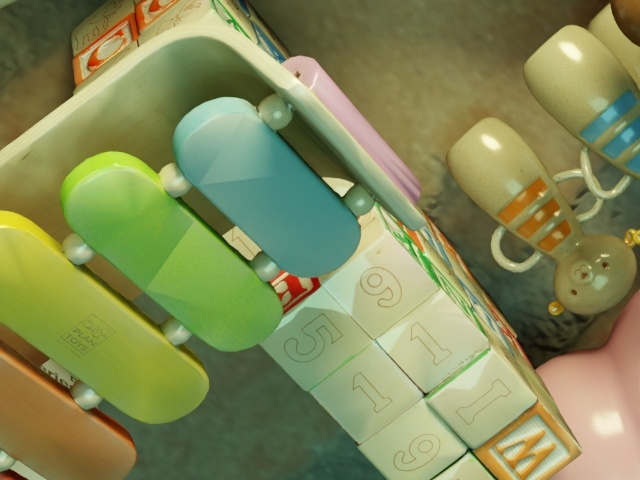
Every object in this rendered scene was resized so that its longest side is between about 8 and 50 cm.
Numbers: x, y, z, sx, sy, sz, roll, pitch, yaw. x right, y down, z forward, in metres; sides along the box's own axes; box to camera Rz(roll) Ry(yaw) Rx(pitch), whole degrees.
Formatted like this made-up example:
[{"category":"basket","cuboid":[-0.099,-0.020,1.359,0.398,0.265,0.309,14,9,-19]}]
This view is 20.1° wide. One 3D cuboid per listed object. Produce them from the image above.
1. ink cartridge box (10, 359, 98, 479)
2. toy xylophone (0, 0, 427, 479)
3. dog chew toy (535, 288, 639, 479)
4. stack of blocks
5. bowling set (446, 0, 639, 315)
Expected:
[{"category":"ink cartridge box","cuboid":[-0.286,0.150,0.985,0.211,0.121,0.289,36,104,-24]},{"category":"toy xylophone","cuboid":[-0.130,0.014,0.773,0.323,0.081,0.236,-41,135,15]},{"category":"dog chew toy","cuboid":[0.254,0.087,1.021,0.332,0.206,0.206,-22,117,10]},{"category":"stack of blocks","cuboid":[0.000,0.000,0.939,0.087,0.171,0.297,-37,115,8]},{"category":"bowling set","cuboid":[0.194,-0.067,0.911,0.287,0.200,0.154,-43,85,14]}]
